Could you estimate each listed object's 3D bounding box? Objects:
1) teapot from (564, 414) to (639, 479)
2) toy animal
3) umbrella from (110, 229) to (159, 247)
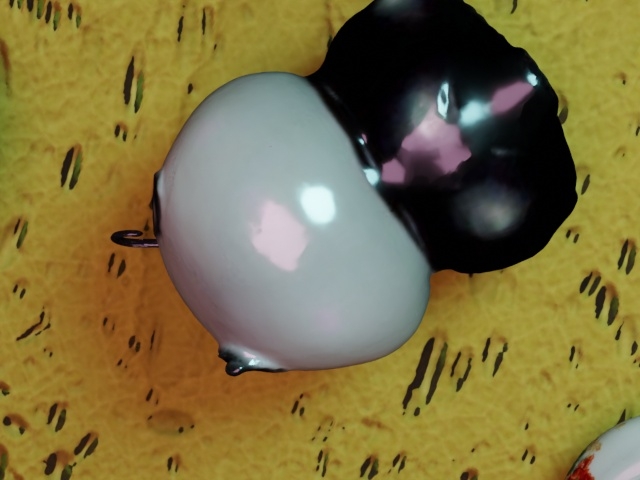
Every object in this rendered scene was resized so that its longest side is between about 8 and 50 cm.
[{"bbox_3d":[0.215,0.185,1.038,0.145,0.092,0.226,31,104,6],"label":"teapot"},{"bbox_3d":[0.016,-0.029,0.977,0.235,0.165,0.187,-34,88,-4],"label":"toy animal"},{"bbox_3d":[0.000,0.002,1.078,0.269,0.044,0.044,2,74,0],"label":"umbrella"}]
